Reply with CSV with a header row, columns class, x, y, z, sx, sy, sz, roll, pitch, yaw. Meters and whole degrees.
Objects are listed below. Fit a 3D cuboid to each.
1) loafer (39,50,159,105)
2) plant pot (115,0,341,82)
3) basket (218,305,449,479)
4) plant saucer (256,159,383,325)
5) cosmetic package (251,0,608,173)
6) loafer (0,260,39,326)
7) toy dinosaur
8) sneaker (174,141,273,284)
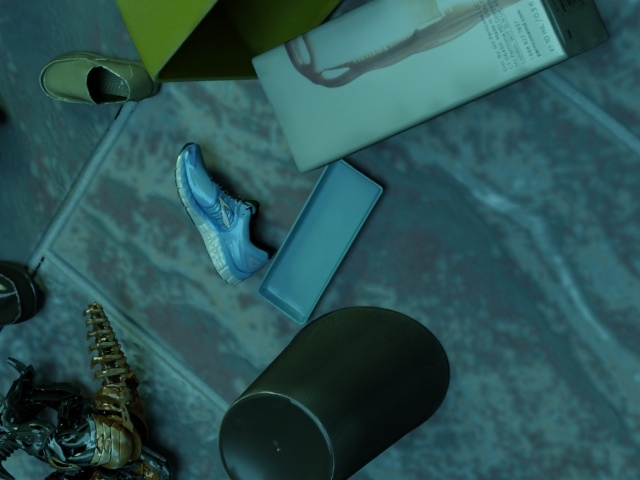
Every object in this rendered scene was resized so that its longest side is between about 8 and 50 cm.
class,x,y,z,sx,sy,sz,roll,pitch,yaw
loafer,-0.251,-0.177,1.767,0.148,0.050,0.056,1,106,24
plant pot,-0.096,-0.297,1.582,0.212,0.212,0.187,-47,72,28
basket,0.003,0.176,1.658,0.204,0.227,0.154,-14,99,27
plant saucer,0.000,0.000,1.725,0.067,0.018,0.192,35,116,11
cosmetic package,0.105,-0.185,1.546,0.296,0.153,0.129,-23,93,27
loafer,-0.435,0.075,1.911,0.220,0.078,0.080,-4,104,26
toy dinosaur,-0.275,0.226,1.874,0.218,0.164,0.322,10,91,7
sneaker,-0.102,-0.037,1.747,0.073,0.063,0.162,-25,99,11
